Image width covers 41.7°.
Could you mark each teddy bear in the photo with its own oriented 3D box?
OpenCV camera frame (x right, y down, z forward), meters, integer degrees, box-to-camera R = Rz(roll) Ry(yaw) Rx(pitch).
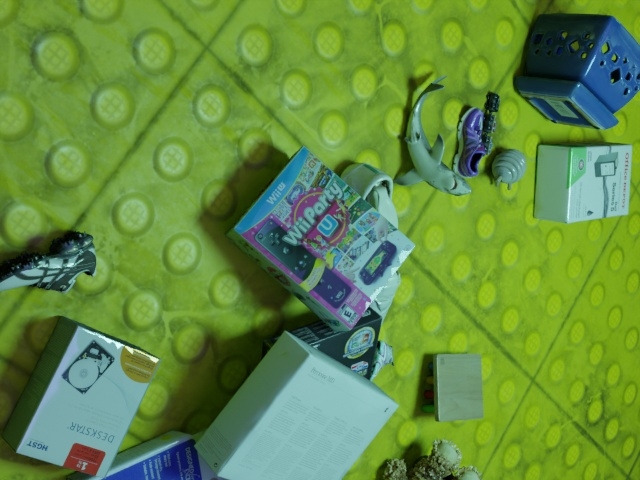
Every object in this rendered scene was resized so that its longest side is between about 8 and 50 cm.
[{"bbox_3d":[0.232,0.628,2.000,0.245,0.113,0.338,34,81,-6],"label":"teddy bear"}]

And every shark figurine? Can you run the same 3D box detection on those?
[{"bbox_3d":[0.245,-0.225,1.915,0.116,0.166,0.278,-8,85,-62],"label":"shark figurine"}]

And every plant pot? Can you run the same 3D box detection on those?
[{"bbox_3d":[0.640,-0.411,2.085,0.236,0.236,0.212,29,86,-38],"label":"plant pot"}]

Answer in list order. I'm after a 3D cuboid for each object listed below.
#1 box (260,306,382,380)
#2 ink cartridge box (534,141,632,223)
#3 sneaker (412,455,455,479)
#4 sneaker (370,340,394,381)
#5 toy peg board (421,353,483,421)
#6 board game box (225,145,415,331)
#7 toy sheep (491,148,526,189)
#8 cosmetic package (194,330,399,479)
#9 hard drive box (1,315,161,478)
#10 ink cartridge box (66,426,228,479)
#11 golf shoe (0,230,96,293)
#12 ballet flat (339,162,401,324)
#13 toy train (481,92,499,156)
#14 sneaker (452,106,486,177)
[{"bbox_3d":[-0.004,0.268,1.769,0.270,0.060,0.216,-16,130,-34],"label":"box"},{"bbox_3d":[0.705,-0.160,2.247,0.273,0.115,0.198,-8,103,-36],"label":"ink cartridge box"},{"bbox_3d":[0.321,0.643,2.113,0.098,0.135,0.276,-40,98,1],"label":"sneaker"},{"bbox_3d":[0.144,0.286,1.947,0.069,0.038,0.098,26,83,-37],"label":"sneaker"},{"bbox_3d":[0.319,0.363,2.086,0.161,0.079,0.160,6,79,-39],"label":"toy peg board"},{"bbox_3d":[0.000,0.000,1.669,0.303,0.097,0.224,41,75,-8],"label":"board game box"},{"bbox_3d":[0.465,-0.178,2.081,0.132,0.091,0.091,-52,126,-41],"label":"toy sheep"},{"bbox_3d":[-0.034,0.372,1.700,0.284,0.097,0.377,-50,140,1],"label":"cosmetic package"},{"bbox_3d":[-0.418,0.276,1.483,0.181,0.089,0.232,30,80,-37],"label":"hard drive box"},{"bbox_3d":[-0.312,0.535,1.628,0.307,0.072,0.303,-18,108,-37],"label":"ink cartridge box"},{"bbox_3d":[-0.464,0.059,1.415,0.198,0.077,0.093,-26,113,-30],"label":"golf shoe"},{"bbox_3d":[0.112,0.033,1.819,0.139,0.139,0.400,-14,107,-35],"label":"ballet flat"},{"bbox_3d":[0.414,-0.282,2.060,0.036,0.027,0.158,9,92,-49],"label":"toy train"},{"bbox_3d":[0.370,-0.232,2.005,0.068,0.071,0.169,4,95,-38],"label":"sneaker"}]
